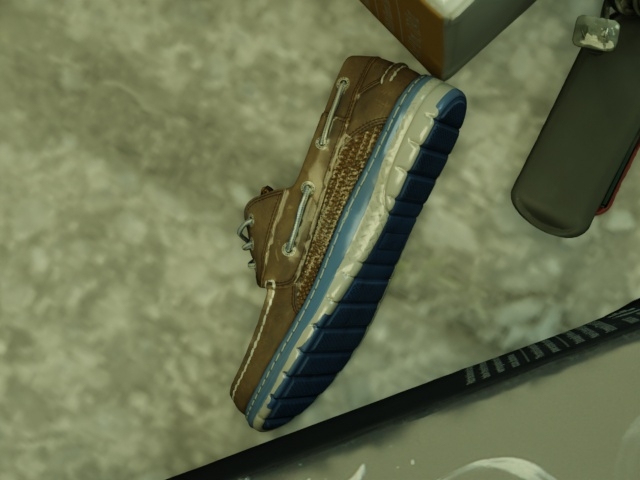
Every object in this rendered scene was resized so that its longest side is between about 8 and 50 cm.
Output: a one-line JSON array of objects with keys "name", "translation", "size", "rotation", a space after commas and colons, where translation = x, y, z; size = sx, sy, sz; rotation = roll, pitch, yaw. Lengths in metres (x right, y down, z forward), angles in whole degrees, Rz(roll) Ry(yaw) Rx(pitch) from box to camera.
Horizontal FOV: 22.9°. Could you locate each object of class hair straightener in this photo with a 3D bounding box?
[{"name": "hair straightener", "translation": [0.143, -0.096, 0.665], "size": [0.047, 0.089, 0.230], "rotation": [35, 120, 12]}]

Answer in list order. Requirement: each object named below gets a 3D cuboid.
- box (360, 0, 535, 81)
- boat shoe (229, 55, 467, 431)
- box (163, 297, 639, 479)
[{"name": "box", "translation": [-0.007, -0.254, 0.660], "size": [0.168, 0.215, 0.345], "rotation": [-43, 86, 3]}, {"name": "boat shoe", "translation": [0.000, 0.000, 0.738], "size": [0.066, 0.066, 0.183], "rotation": [30, 94, 21]}, {"name": "box", "translation": [0.065, 0.236, 0.667], "size": [0.313, 0.179, 0.343], "rotation": [-22, 88, 5]}]
